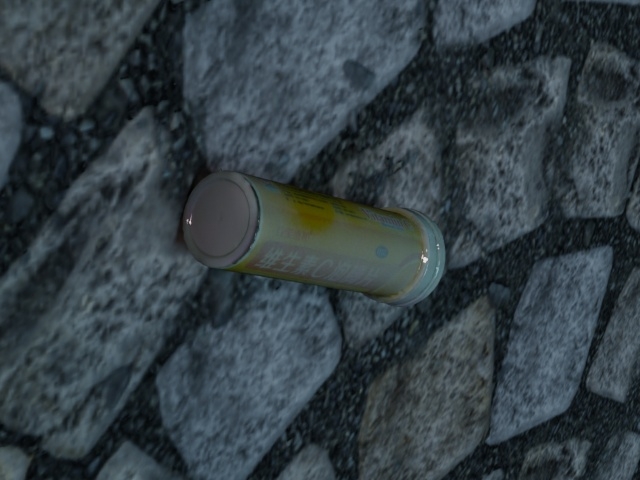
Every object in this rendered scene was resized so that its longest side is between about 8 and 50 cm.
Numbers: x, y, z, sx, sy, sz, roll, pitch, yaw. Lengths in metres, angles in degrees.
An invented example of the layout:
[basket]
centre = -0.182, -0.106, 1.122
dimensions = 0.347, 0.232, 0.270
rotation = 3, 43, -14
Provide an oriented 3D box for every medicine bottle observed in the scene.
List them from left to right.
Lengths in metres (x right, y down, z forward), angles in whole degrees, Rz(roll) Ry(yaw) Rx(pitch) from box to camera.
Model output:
[medicine bottle]
centre = 0.000, 0.000, 0.859
dimensions = 0.218, 0.074, 0.074
rotation = 12, 98, -54
